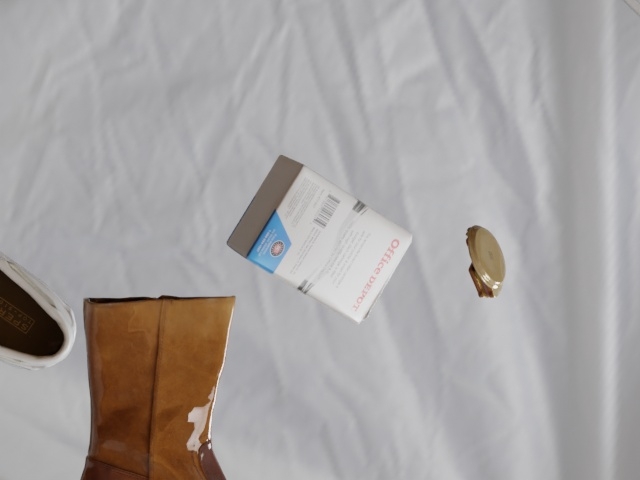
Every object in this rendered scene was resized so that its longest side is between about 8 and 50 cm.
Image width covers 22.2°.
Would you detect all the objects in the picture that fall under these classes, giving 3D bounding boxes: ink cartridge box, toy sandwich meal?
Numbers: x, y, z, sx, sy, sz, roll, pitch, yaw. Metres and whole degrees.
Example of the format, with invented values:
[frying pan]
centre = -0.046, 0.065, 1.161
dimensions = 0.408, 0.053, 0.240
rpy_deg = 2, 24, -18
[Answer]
[ink cartridge box]
centre = 0.000, 0.000, 2.211
dimensions = 0.203, 0.148, 0.086
rpy_deg = 33, 178, -28
[toy sandwich meal]
centre = 0.184, 0.024, 1.861
dimensions = 0.029, 0.085, 0.085
rpy_deg = -22, 159, 30

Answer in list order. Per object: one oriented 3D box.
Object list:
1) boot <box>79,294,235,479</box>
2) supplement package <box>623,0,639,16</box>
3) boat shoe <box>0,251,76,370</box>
[boot]
centre = -0.107, 0.192, 1.584
dimensions = 0.264, 0.280, 0.096
rpy_deg = 4, 179, -5
[supplement package]
centre = 0.362, -0.390, 1.821
dimensions = 0.263, 0.198, 0.199
rpy_deg = 40, -163, -16
[boat shoe]
centre = -0.306, 0.019, 1.247
dimensions = 0.267, 0.096, 0.088
rpy_deg = 37, 171, -11
